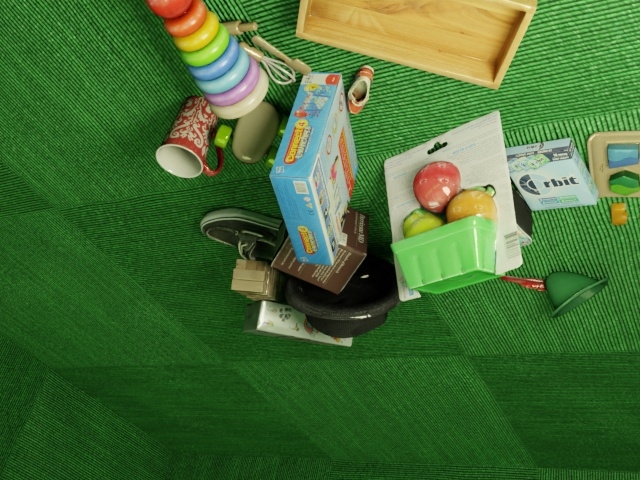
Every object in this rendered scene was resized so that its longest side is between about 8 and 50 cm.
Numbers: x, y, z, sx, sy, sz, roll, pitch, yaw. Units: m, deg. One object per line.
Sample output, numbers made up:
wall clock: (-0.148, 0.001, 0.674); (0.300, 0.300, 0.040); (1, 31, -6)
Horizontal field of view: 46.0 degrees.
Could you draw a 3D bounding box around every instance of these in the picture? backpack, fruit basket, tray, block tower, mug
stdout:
backpack: (0.362, -0.031, 1.818); (0.253, 0.191, 0.225); (-10, 147, 39)
fruit basket: (0.287, -0.068, 1.664); (0.165, 0.353, 0.327); (21, 149, -41)
tray: (0.170, -0.428, 1.409); (0.410, 0.076, 0.203); (15, 147, 0)
block tower: (-0.174, 0.126, 2.214); (0.097, 0.091, 0.335); (6, 170, 7)
mug: (-0.299, -0.236, 1.776); (0.113, 0.169, 0.150); (-2, 143, 23)

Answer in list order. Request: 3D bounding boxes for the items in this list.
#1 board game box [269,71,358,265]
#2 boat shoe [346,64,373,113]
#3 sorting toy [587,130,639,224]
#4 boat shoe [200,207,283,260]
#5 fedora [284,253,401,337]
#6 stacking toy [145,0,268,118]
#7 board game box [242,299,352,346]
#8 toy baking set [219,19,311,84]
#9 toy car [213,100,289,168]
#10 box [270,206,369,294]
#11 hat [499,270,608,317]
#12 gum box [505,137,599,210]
board game box: (-0.003, -0.155, 1.664); (0.086, 0.302, 0.308); (5, 145, 15)
boat shoe: (0.084, -0.317, 1.628); (0.049, 0.043, 0.137); (15, 148, -4)
sorting toy: (0.718, -0.128, 1.664); (0.228, 0.041, 0.307); (-2, 143, 23)
boat shoe: (-0.186, -0.003, 2.116); (0.334, 0.119, 0.121); (8, 146, 10)
fedora: (0.071, 0.168, 2.084); (0.333, 0.334, 0.153); (5, 125, 14)
stacking toy: (-0.235, -0.395, 1.485); (0.141, 0.141, 0.330); (-5, 145, 27)
board game box: (-0.072, 0.265, 2.374); (0.303, 0.098, 0.224); (13, 170, -16)
toy baking set: (-0.151, -0.398, 1.616); (0.256, 0.030, 0.197); (-1, 150, 32)
toy car: (-0.161, -0.244, 1.789); (0.155, 0.149, 0.188); (22, 174, -7)
box: (0.000, 0.000, 1.977); (0.203, 0.169, 0.167); (22, 128, -12)
hat: (0.635, 0.092, 2.032); (0.208, 0.184, 0.173); (-26, 157, -15)
gum box: (0.516, -0.144, 1.694); (0.156, 0.041, 0.184); (-5, 141, 41)
